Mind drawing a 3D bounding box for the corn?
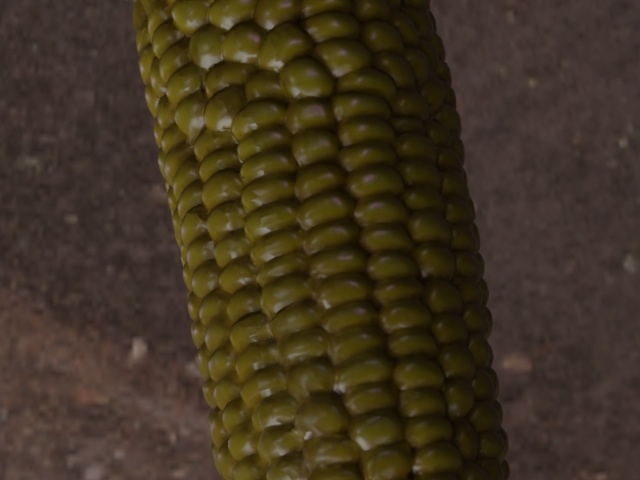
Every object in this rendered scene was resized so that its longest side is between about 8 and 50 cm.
[{"bbox_3d":[0.001,-0.002,0.550,0.091,0.260,0.091,-9,159,-5],"label":"corn"}]
